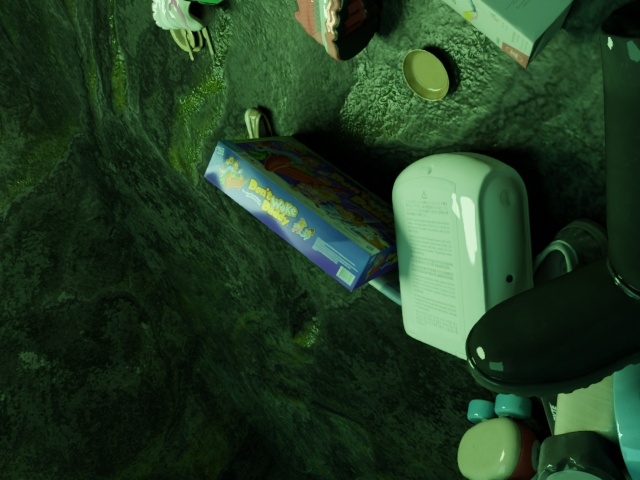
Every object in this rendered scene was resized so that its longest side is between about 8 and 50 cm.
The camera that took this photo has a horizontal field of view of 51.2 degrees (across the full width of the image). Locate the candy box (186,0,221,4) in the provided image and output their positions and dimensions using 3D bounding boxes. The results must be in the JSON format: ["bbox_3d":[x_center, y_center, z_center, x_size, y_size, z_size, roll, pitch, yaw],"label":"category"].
[{"bbox_3d":[-0.112,-0.478,0.836,0.317,0.122,0.268,-2,91,56],"label":"candy box"}]

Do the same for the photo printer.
[{"bbox_3d":[0.214,0.018,1.037,0.256,0.107,0.308,-169,71,-65],"label":"photo printer"}]

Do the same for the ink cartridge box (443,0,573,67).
[{"bbox_3d":[0.187,-0.297,0.773,0.198,0.067,0.115,43,-170,9],"label":"ink cartridge box"}]

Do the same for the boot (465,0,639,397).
[{"bbox_3d":[0.325,-0.030,0.722,0.445,0.367,0.146,73,-179,-45],"label":"boot"}]

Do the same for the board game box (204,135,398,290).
[{"bbox_3d":[-0.006,-0.066,1.218,0.347,0.233,0.078,37,116,19],"label":"board game box"}]

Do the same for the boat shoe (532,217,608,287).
[{"bbox_3d":[0.338,0.109,1.024,0.118,0.103,0.320,46,141,31],"label":"boat shoe"}]

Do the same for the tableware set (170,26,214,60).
[{"bbox_3d":[-0.289,-0.458,1.322,0.128,0.039,0.194,26,146,35],"label":"tableware set"}]

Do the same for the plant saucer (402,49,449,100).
[{"bbox_3d":[0.159,-0.247,0.988,0.083,0.015,0.083,35,149,24],"label":"plant saucer"}]

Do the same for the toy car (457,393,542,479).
[{"bbox_3d":[0.428,0.462,1.383,0.238,0.219,0.210,21,154,-12],"label":"toy car"}]

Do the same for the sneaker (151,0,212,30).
[{"bbox_3d":[-0.237,-0.481,1.170,0.111,0.103,0.252,22,144,19],"label":"sneaker"}]

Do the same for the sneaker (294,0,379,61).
[{"bbox_3d":[0.000,-0.398,0.914,0.136,0.116,0.314,37,150,26],"label":"sneaker"}]

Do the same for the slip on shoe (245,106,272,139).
[{"bbox_3d":[-0.118,-0.212,1.390,0.041,0.051,0.135,24,137,41],"label":"slip on shoe"}]

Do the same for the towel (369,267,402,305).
[{"bbox_3d":[0.089,0.030,1.292,0.285,0.209,0.034,37,105,21],"label":"towel"}]

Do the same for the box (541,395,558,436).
[{"bbox_3d":[0.507,0.275,1.111,0.293,0.073,0.296,14,136,45],"label":"box"}]

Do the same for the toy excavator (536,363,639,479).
[{"bbox_3d":[0.566,0.325,0.869,0.445,0.222,0.433,-16,118,35],"label":"toy excavator"}]
